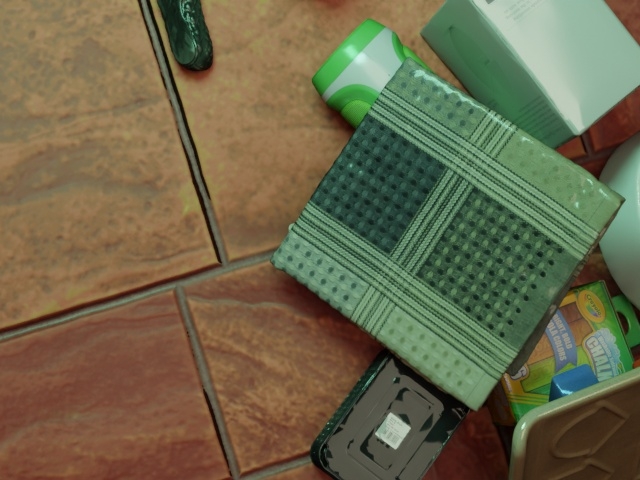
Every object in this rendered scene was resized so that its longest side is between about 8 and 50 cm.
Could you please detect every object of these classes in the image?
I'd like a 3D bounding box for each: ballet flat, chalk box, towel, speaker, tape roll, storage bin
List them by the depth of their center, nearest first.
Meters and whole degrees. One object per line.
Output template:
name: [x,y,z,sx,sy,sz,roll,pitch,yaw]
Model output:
towel: [0.147,-0.006,1.727,0.324,0.056,0.312,37,101,16]
storage bin: [0.085,0.229,1.798,0.122,0.084,0.180,38,79,-3]
chalk box: [0.301,0.132,1.815,0.213,0.132,0.132,-21,87,-9]
speaker: [0.131,-0.135,1.821,0.296,0.131,0.131,43,80,-2]
tape roll: [0.487,-0.027,1.838,0.286,0.100,0.286,6,73,-21]
ballet flat: [-0.172,-0.294,1.844,0.057,0.049,0.173,-13,81,23]

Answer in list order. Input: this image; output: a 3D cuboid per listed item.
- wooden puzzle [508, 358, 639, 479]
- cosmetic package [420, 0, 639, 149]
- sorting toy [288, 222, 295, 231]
wooden puzzle: [0.357,0.214,1.746,0.347,0.322,0.080,-24,58,-12]
cosmetic package: [0.262,-0.233,1.802,0.138,0.224,0.225,-37,90,-10]
sorting toy: [0.000,0.000,1.833,0.083,0.045,0.075,-31,82,-10]
